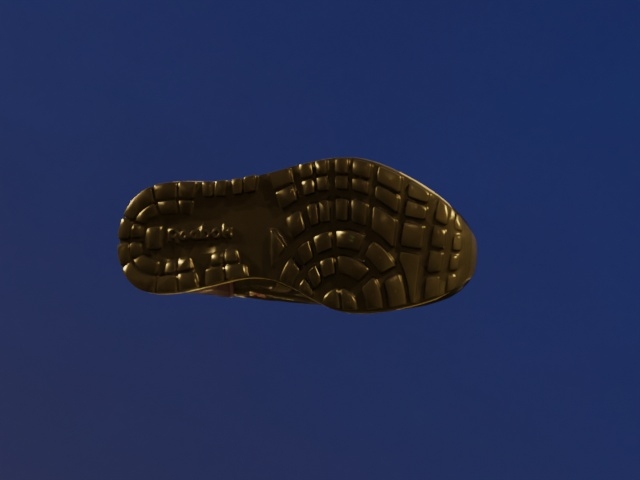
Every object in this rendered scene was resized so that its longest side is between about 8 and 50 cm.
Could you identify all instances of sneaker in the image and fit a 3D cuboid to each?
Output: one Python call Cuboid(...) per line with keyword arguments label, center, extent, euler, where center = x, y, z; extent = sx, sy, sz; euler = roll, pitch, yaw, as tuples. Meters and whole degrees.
Cuboid(label="sneaker", center=(0.000, 0.000, 1.261), extent=(0.283, 0.107, 0.124), euler=(4, -6, 32))
